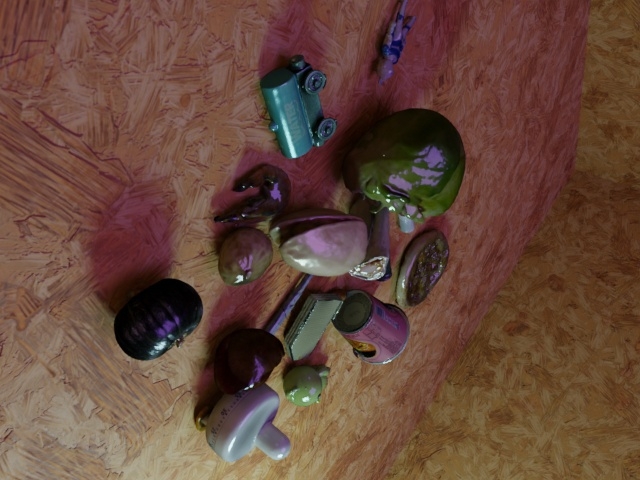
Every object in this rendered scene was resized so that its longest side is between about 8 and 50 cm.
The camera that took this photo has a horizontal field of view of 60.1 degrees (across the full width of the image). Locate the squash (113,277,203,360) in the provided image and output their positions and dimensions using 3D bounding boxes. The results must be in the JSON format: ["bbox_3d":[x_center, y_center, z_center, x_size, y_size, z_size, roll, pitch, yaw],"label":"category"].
[{"bbox_3d":[-0.340,0.164,1.170,0.193,0.156,0.193,-21,168,-5],"label":"squash"}]

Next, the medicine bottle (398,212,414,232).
[{"bbox_3d":[0.315,-0.076,2.026,0.057,0.057,0.089,-46,144,-25],"label":"medicine bottle"}]

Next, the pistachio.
[{"bbox_3d":[0.000,0.000,1.494,0.214,0.194,0.317,-41,154,29],"label":"pistachio"}]

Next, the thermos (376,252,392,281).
[{"bbox_3d":[0.210,0.056,1.971,0.188,0.083,0.073,80,26,-42],"label":"thermos"}]

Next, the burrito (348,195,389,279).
[{"bbox_3d":[0.154,-0.027,1.688,0.105,0.143,0.300,34,44,-32],"label":"burrito"}]

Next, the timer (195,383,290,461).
[{"bbox_3d":[-0.198,0.514,1.549,0.233,0.240,0.234,-44,153,-30],"label":"timer"}]

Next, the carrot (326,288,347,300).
[{"bbox_3d":[0.020,0.198,1.820,0.191,0.047,0.047,-14,124,-47],"label":"carrot"}]

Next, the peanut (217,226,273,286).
[{"bbox_3d":[-0.184,0.038,1.356,0.159,0.109,0.141,-32,149,-56],"label":"peanut"}]

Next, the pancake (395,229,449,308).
[{"bbox_3d":[0.431,0.124,2.328,0.382,0.071,0.383,-33,137,-37],"label":"pancake"}]

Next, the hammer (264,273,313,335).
[{"bbox_3d":[-0.062,0.135,1.665,0.427,0.044,0.152,-53,148,-13],"label":"hammer"}]

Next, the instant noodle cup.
[{"bbox_3d":[0.163,0.289,1.954,0.244,0.243,0.255,-58,139,-8],"label":"instant noodle cup"}]

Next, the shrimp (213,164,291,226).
[{"bbox_3d":[-0.150,-0.108,1.342,0.254,0.059,0.146,-14,121,-51],"label":"shrimp"}]

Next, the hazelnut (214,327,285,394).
[{"bbox_3d":[-0.190,0.320,1.489,0.201,0.170,0.161,-3,110,-41],"label":"hazelnut"}]

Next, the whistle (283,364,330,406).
[{"bbox_3d":[-0.025,0.492,1.888,0.294,0.141,0.141,18,98,-58],"label":"whistle"}]

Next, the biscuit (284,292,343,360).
[{"bbox_3d":[-0.036,0.276,1.762,0.150,0.052,0.252,3,121,-52],"label":"biscuit"}]

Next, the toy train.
[{"bbox_3d":[-0.057,-0.305,1.304,0.159,0.101,0.248,-36,140,-15],"label":"toy train"}]

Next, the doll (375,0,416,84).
[{"bbox_3d":[0.198,-0.539,1.525,0.114,0.057,0.228,30,79,-64],"label":"doll"}]

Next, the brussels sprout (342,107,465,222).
[{"bbox_3d":[0.251,-0.231,1.608,0.370,0.276,0.315,-3,115,-25],"label":"brussels sprout"}]
